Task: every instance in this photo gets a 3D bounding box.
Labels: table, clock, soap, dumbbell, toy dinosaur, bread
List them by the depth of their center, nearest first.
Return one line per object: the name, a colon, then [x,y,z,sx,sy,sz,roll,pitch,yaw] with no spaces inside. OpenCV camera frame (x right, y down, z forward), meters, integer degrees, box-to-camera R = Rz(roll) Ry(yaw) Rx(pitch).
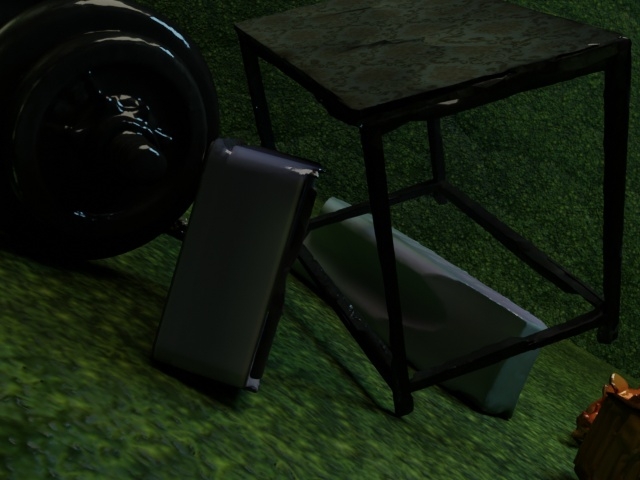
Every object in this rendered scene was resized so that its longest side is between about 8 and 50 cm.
clock: [-0.051,0.007,0.537,0.073,0.145,0.193,17,6,-3]
dumbbell: [-0.196,-0.104,0.579,0.192,0.192,0.290,23,8,-47]
bread: [0.327,0.229,0.696,0.199,0.104,0.199,30,1,-1]
table: [0.088,-0.068,0.728,0.222,0.272,0.335,-17,30,-13]
soap: [0.130,0.077,0.957,0.208,0.115,0.347,23,9,-43]
toy dinosaur: [0.401,0.225,0.991,0.288,0.117,0.070,19,11,-47]

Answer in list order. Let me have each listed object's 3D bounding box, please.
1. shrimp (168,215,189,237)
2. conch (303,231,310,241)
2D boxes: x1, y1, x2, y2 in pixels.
shrimp: [-0.162,-0.018,0.799,0.127,0.025,0.091,29,7,-32]
conch: [-0.002,0.007,1.094,0.088,0.065,0.180,-8,-24,26]
